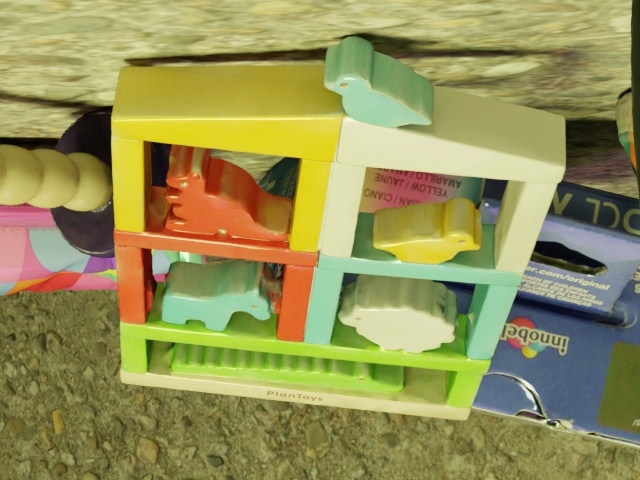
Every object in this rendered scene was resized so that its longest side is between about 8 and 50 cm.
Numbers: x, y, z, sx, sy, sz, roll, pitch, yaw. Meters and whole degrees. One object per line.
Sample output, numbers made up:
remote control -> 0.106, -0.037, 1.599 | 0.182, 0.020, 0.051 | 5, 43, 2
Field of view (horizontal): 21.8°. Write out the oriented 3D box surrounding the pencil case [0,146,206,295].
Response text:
pencil case -> -0.181, -0.011, 0.983 | 0.236, 0.104, 0.104 | -2, 178, -31

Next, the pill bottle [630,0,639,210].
pill bottle -> 0.188, -0.039, 0.392 | 0.219, 0.122, 0.123 | -2, 177, 5

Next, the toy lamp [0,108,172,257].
toy lamp -> -0.154, -0.033, 0.783 | 0.080, 0.080, 0.275 | -4, 174, 34

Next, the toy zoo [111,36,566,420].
toy zoo -> 0.000, 0.000, 0.778 | 0.192, 0.030, 0.293 | 6, 148, -1

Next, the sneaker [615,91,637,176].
sneaker -> 0.206, -0.019, 0.819 | 0.108, 0.121, 0.302 | -3, 178, 7

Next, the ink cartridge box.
ink cartridge box -> 0.094, 0.037, 1.063 | 0.270, 0.151, 0.395 | 14, 177, -8
